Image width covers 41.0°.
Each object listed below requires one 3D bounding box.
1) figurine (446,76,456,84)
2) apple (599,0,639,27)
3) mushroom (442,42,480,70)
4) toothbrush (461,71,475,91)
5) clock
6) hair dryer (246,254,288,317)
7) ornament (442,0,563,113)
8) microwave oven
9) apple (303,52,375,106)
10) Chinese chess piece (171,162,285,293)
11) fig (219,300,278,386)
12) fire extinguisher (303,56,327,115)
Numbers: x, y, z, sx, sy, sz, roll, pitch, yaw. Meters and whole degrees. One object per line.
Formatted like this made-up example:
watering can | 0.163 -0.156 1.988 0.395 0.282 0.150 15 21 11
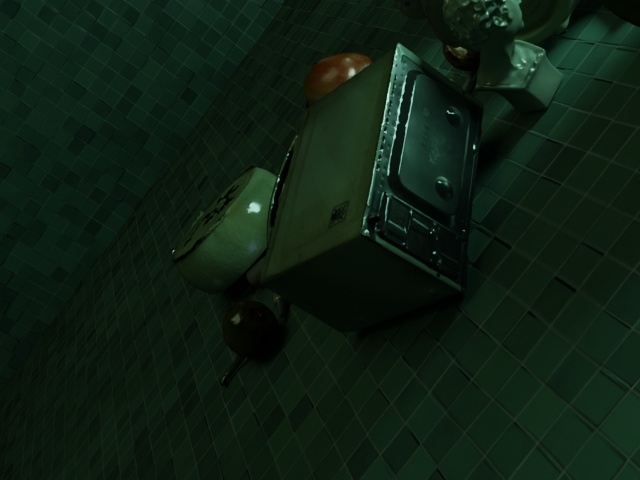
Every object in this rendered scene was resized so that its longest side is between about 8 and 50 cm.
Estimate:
figurine | 0.210 -0.265 1.762 0.130 0.109 0.178 180 94 -73
apple | 0.505 -0.462 1.170 0.357 0.357 0.357 -43 26 27
mushroom | 0.311 -0.400 1.733 0.087 0.127 0.127 71 -140 -62
toothbrush | 0.268 -0.249 1.722 0.037 0.028 0.375 -28 34 57
clock | 0.310 -0.461 1.527 0.284 0.310 0.114 -50 33 40
hair dryer | -0.102 0.108 1.948 0.195 0.054 0.220 -37 36 38
ornament | 0.304 -0.333 1.465 0.120 0.285 0.130 10 51 50
microwave oven | 0.100 -0.074 1.504 0.333 0.247 0.394 -25 43 47
apple | 0.053 -0.378 2.119 0.199 0.199 0.199 -43 26 27
Chinese chess piece | -0.223 -0.030 2.167 0.349 0.146 0.349 -44 15 15
fig | -0.166 0.233 1.855 0.124 0.124 0.236 -89 17 -52
fire extinguisher | 0.010 -0.404 2.331 0.115 0.095 0.311 -12 41 22
